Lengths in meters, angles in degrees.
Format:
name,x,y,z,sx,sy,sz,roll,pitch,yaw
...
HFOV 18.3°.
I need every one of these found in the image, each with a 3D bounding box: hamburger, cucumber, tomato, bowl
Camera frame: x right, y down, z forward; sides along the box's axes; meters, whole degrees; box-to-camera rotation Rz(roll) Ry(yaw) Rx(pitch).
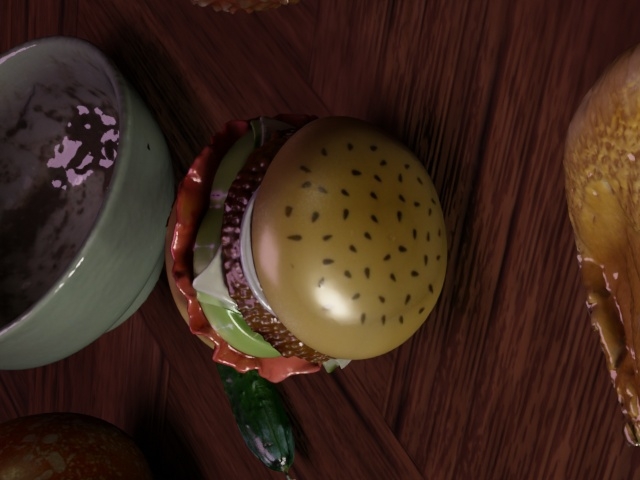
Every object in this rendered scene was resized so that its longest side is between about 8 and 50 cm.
name,x,y,z,sx,sy,sz,roll,pitch,yaw
hamburger,-0.002,0.002,1.202,0.137,0.175,0.175,-5,97,53
cucumber,-0.052,0.116,1.511,0.039,0.039,0.168,112,142,-52
tomato,-0.247,0.286,1.748,0.270,0.222,0.270,178,90,-87
bowl,-0.218,-0.009,1.628,0.289,0.146,0.289,-23,51,30
hamburger,0.185,0.005,0.844,0.214,0.108,0.214,168,90,-67

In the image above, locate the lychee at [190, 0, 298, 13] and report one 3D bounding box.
name,x,y,z,sx,sy,sz,roll,pitch,yaw
lychee,-0.040,-0.215,1.166,0.197,0.165,0.165,-22,81,42
